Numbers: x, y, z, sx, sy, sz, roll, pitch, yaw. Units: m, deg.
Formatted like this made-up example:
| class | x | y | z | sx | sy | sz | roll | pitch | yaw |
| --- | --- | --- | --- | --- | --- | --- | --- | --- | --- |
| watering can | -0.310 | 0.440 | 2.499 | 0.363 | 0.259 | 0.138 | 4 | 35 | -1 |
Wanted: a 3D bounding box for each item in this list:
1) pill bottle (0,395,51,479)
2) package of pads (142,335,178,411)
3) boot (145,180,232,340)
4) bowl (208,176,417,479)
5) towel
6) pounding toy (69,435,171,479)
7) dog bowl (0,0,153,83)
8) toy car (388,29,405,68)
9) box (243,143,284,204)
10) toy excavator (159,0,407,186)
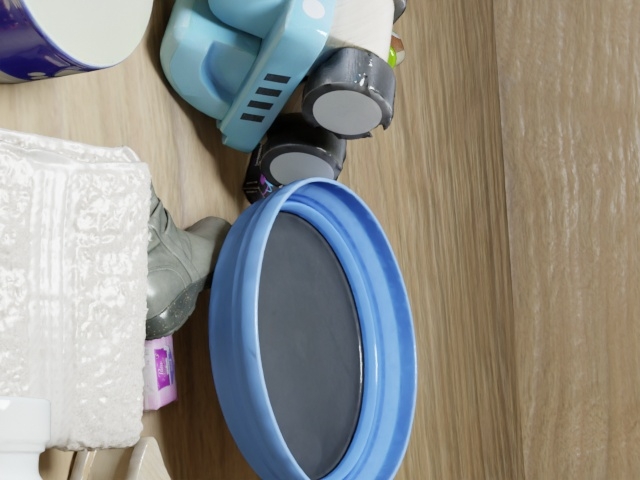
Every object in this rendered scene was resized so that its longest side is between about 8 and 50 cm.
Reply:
| class | x | y | z | sx | sy | sz | roll | pitch | yaw |
| --- | --- | --- | --- | --- | --- | --- | --- | --- | --- |
| pill bottle | -0.267 | 0.253 | 0.787 | 0.162 | 0.162 | 0.278 | 26 | 62 | -66 |
| package of pads | -0.182 | 0.142 | 1.206 | 0.050 | 0.032 | 0.083 | -15 | 100 | -70 |
| boot | -0.170 | -0.013 | 1.208 | 0.246 | 0.083 | 0.161 | -59 | 134 | -59 |
| bowl | -0.001 | 0.121 | 1.317 | 0.391 | 0.077 | 0.391 | 26 | 59 | -55 |
| towel | -0.234 | 0.046 | 0.966 | 0.187 | 0.049 | 0.282 | 6 | 80 | -42 |
| pounding toy | -0.138 | 0.308 | 1.119 | 0.154 | 0.155 | 0.269 | -60 | 141 | -48 |
| dog bowl | -0.256 | -0.277 | 0.983 | 0.265 | 0.104 | 0.264 | -4 | 90 | -70 |
| toy car | 0.040 | -0.345 | 1.742 | 0.155 | 0.149 | 0.188 | -61 | 131 | -75 |
| box | -0.063 | -0.099 | 1.566 | 0.116 | 0.029 | 0.162 | 62 | 31 | -46 |
| toy excavator | -0.109 | -0.288 | 1.247 | 0.433 | 0.445 | 0.222 | 131 | -27 | -54 |
